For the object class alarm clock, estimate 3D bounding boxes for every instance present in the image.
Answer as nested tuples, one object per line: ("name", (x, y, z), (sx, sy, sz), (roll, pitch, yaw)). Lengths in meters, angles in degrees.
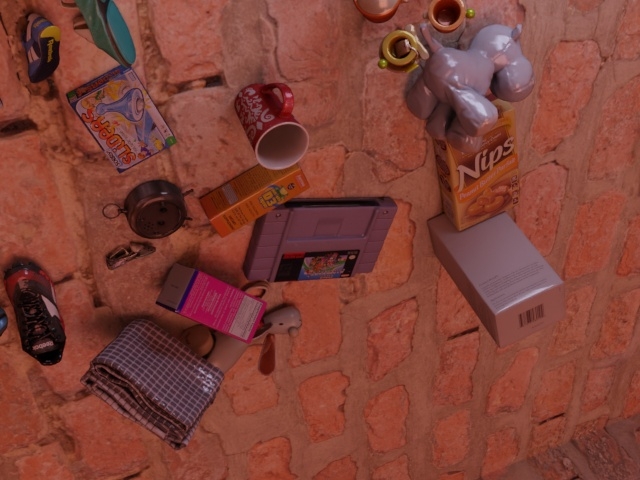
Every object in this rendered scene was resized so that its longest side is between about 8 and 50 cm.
("alarm clock", (-0.371, -0.062, 1.845), (0.192, 0.064, 0.129), (-1, 130, -24))

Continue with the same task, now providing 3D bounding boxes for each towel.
("towel", (-0.377, 0.324, 1.994), (0.284, 0.235, 0.121), (36, 113, -2))

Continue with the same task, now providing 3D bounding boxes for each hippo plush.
("hippo plush", (0.328, -0.362, 1.882), (0.237, 0.234, 0.294), (-36, 98, -20))

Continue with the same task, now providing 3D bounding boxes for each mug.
("mug", (-0.093, -0.249, 1.737), (0.113, 0.169, 0.150), (26, 113, -42))

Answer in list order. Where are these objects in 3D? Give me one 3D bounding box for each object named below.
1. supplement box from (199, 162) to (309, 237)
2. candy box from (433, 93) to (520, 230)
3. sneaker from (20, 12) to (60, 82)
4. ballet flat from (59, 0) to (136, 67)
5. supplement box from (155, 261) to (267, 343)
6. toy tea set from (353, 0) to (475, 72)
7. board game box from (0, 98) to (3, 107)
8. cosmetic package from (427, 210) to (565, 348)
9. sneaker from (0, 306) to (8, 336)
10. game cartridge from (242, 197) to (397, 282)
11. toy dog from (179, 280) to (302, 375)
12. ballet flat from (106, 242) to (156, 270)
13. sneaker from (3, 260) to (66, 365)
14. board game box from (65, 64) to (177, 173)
("supplement box", (-0.145, -0.105, 1.914), (0.233, 0.080, 0.078), (-32, 140, -1))
("candy box", (0.386, -0.188, 2.115), (0.183, 0.087, 0.316), (-25, 136, -8))
("sneaker", (-0.497, -0.340, 1.521), (0.053, 0.059, 0.144), (-37, 166, -41))
("ballet flat", (-0.402, -0.406, 1.499), (0.087, 0.083, 0.247), (-6, 138, 10))
("supplement box", (-0.253, 0.148, 2.021), (0.220, 0.111, 0.113), (31, 79, -35))
("toy tea set", (0.216, -0.483, 1.654), (0.336, 0.200, 0.124), (-35, 175, 5))
("board game box", (-0.628, -0.264, 1.538), (0.090, 0.020, 0.090), (-21, 137, -11))
("cosmetic package", (0.443, 0.067, 2.188), (0.197, 0.365, 0.155), (-24, 136, -4))
("sneaker", (-0.832, 0.234, 1.853), (0.341, 0.125, 0.139), (-25, 164, -9))
("game cartridge", (0.000, 0.000, 2.110), (0.355, 0.068, 0.230), (-3, 127, -27))
("toy dog", (-0.199, 0.279, 2.186), (0.334, 0.161, 0.220), (-35, 138, 5))
("ballet flat", (-0.425, 0.029, 1.918), (0.114, 0.041, 0.041), (-23, 137, -9))
("sneaker", (-0.615, 0.169, 1.873), (0.098, 0.135, 0.276), (-15, 134, -14))
("board game box", (-0.386, -0.237, 1.686), (0.136, 0.035, 0.201), (-29, 138, -1))
